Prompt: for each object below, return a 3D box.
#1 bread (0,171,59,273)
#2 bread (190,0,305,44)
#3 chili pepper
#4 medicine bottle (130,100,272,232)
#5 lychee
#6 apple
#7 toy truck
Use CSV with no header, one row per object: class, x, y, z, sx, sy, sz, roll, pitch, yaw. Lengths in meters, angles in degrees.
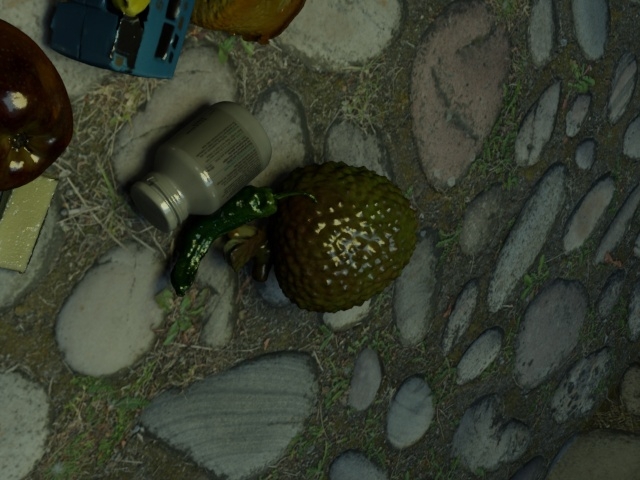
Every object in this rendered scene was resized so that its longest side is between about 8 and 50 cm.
bread,-0.434,-0.029,1.330,0.068,0.028,0.154,16,96,-48
bread,-0.092,-0.412,1.385,0.160,0.147,0.260,-3,131,-46
chili pepper,-0.150,-0.028,1.526,0.279,0.122,0.065,-38,159,3
medicine bottle,-0.192,-0.112,1.462,0.215,0.135,0.135,-44,133,-24
lychee,0.012,-0.002,1.631,0.320,0.270,0.270,-25,136,14
apple,-0.422,-0.165,1.140,0.230,0.230,0.230,-20,120,-39
toy truck,-0.247,-0.422,1.269,0.162,0.161,0.385,5,103,-58
